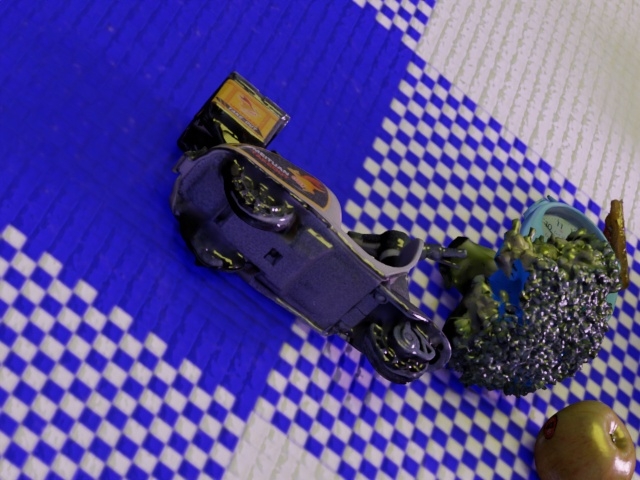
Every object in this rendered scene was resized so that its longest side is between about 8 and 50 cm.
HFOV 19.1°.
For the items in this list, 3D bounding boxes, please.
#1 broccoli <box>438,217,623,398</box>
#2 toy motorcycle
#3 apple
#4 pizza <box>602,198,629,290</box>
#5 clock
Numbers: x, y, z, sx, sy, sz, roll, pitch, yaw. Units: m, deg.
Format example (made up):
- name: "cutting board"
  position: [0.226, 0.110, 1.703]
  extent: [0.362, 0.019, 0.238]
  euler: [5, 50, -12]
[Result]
- name: "broccoli"
  position: [0.157, 0.046, 1.542]
  extent: [0.160, 0.167, 0.154]
  euler: [35, -2, 29]
- name: "toy motorcycle"
  position: [0.000, 0.000, 1.448]
  extent: [0.263, 0.091, 0.157]
  euler: [39, 34, -8]
- name: "apple"
  position: [0.212, 0.170, 1.515]
  extent: [0.084, 0.071, 0.084]
  euler: [25, 45, -28]
- name: "pizza"
  position: [0.268, 0.005, 1.743]
  extent: [0.078, 0.025, 0.083]
  euler: [15, 70, -84]
- name: "clock"
  position: [0.215, 0.012, 1.676]
  extent: [0.108, 0.045, 0.147]
  euler: [40, 38, -11]
